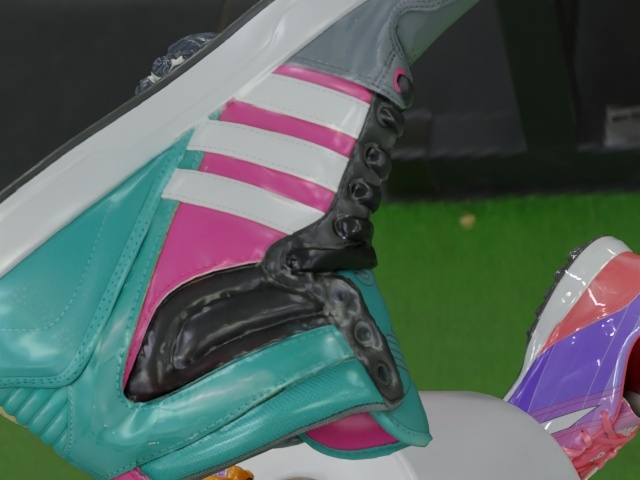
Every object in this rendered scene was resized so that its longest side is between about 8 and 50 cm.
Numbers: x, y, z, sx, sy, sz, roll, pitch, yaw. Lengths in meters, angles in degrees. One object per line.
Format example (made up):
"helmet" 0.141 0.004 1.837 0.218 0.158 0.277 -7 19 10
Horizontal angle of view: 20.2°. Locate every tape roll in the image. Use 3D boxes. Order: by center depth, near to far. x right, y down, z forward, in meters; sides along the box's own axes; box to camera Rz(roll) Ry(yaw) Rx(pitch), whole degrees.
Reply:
"tape roll" 0.043 0.222 1.201 0.246 0.169 0.246 -5 83 43

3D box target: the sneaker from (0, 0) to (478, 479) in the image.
"sneaker" 0.000 0.000 0.726 0.295 0.124 0.178 -39 90 -16

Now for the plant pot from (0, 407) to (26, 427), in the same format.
"plant pot" -0.149 0.038 1.094 0.095 0.134 0.134 -33 38 35

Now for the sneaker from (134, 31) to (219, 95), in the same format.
"sneaker" -0.078 -0.025 1.410 0.122 0.283 0.110 -11 21 -40

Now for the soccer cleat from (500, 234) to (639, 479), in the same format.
"soccer cleat" 0.205 0.156 1.500 0.116 0.108 0.318 34 109 28

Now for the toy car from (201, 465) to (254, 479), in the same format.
"toy car" -0.026 0.131 0.870 0.122 0.040 0.060 -1 49 36
